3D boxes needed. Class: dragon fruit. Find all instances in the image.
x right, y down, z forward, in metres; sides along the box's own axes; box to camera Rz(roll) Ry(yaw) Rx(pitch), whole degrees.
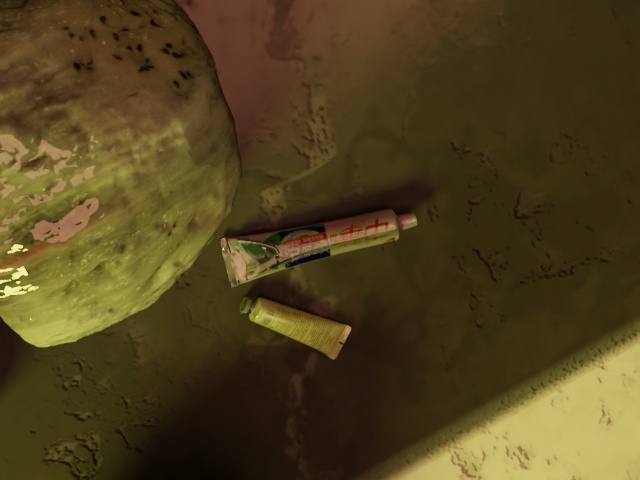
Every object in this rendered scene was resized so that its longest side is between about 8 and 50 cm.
[{"bbox_3d":[-0.171,-0.070,1.065,0.221,0.204,0.283,-22,111,-6],"label":"dragon fruit"}]

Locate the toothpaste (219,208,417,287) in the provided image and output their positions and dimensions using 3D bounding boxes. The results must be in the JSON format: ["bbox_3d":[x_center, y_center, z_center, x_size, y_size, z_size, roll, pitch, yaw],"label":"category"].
[{"bbox_3d":[0.000,0.000,1.220,0.170,0.028,0.045,-13,103,-5],"label":"toothpaste"}]

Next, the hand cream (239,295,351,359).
[{"bbox_3d":[-0.023,0.074,1.242,0.102,0.022,0.035,22,101,-24],"label":"hand cream"}]
